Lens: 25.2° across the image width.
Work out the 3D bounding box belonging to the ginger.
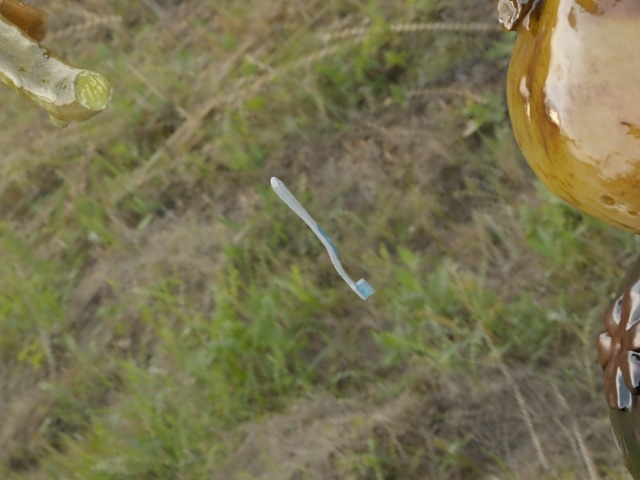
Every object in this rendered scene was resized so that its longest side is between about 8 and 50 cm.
[{"bbox_3d":[-0.344,-0.214,1.520,0.299,0.118,0.065,36,50,16],"label":"ginger"}]

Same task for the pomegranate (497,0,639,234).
[{"bbox_3d":[0.209,-0.111,0.857,0.215,0.215,0.215,-22,46,25],"label":"pomegranate"}]

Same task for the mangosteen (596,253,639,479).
[{"bbox_3d":[0.394,0.101,1.117,0.347,0.306,0.306,5,49,-10],"label":"mangosteen"}]

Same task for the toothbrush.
[{"bbox_3d":[0.000,0.000,1.332,0.017,0.162,0.014,-33,29,15],"label":"toothbrush"}]

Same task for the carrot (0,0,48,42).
[{"bbox_3d":[-0.466,-0.324,1.962,0.061,0.210,0.061,-9,73,33],"label":"carrot"}]
